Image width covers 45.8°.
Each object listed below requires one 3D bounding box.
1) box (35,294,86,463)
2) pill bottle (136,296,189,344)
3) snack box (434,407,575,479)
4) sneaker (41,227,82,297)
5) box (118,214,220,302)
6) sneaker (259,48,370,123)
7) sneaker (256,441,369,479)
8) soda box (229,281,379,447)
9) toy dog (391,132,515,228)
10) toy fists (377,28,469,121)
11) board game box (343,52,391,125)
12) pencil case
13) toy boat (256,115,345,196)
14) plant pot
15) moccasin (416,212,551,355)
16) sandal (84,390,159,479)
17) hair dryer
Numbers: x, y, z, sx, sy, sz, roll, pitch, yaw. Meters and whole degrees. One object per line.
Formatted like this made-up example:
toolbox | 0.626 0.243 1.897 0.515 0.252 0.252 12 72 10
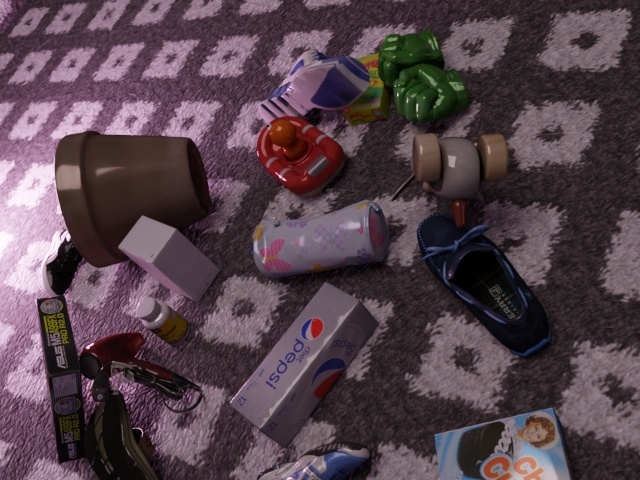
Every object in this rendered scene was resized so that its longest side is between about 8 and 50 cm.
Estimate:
box | -0.523 0.281 1.533 0.060 0.270 0.216 -8 41 -22
pill bottle | -0.332 0.167 1.589 0.065 0.116 0.065 -18 49 21
snack box | 0.273 0.408 1.055 0.187 0.060 0.321 -19 48 19
sneaker | -0.622 0.036 1.903 0.121 0.079 0.216 -23 46 18
box | -0.326 0.040 1.646 0.130 0.170 0.091 20 69 40
sneaker | -0.007 -0.384 1.769 0.316 0.127 0.182 -15 41 51
sneaker | -0.006 0.393 1.243 0.211 0.080 0.081 -31 51 22
soda box | -0.026 0.222 1.370 0.098 0.091 0.286 26 73 44
toy dog | 0.234 -0.105 1.377 0.220 0.334 0.160 1 93 17
toy fists | 0.209 -0.359 1.645 0.142 0.096 0.279 -21 51 2
board game box | 0.116 -0.355 1.760 0.092 0.043 0.181 -8 53 28
pencil case | 0.000 0.000 1.508 0.273 0.113 0.124 -9 74 26
toy boat | -0.063 -0.210 1.686 0.151 0.151 0.231 -44 45 -5
plant pot | -0.417 -0.119 1.769 0.281 0.323 0.323 -12 49 3
moccasin | 0.274 0.044 1.297 0.138 0.117 0.342 -41 45 -2
sandal | -0.362 0.420 1.440 0.120 0.086 0.302 -46 55 14
hair dryer | -0.376 0.267 1.534 0.080 0.224 0.293 -66 29 14
